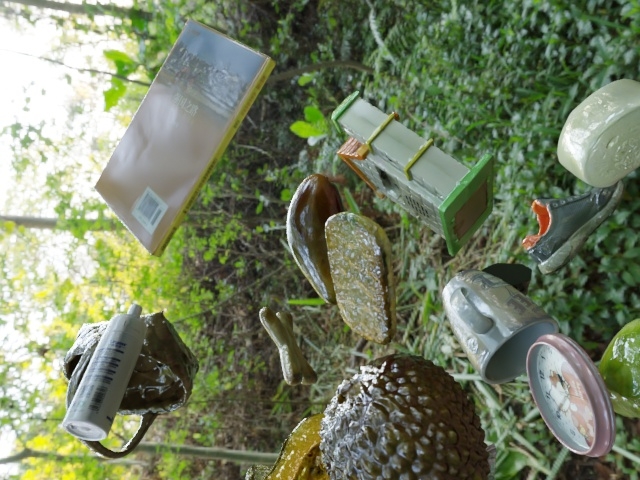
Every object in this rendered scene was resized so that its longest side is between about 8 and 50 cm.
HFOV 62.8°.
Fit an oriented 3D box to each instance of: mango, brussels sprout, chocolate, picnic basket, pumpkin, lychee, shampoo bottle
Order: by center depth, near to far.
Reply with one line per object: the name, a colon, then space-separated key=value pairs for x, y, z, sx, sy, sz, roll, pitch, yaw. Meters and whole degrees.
lychee: x=0.134 y=0.316 z=0.820 sx=0.267 sy=0.267 sz=0.268 roll=-174 pitch=90 yaw=-79
pumpkin: x=-0.029 y=0.514 z=1.011 sx=0.325 sy=0.242 sz=0.232 roll=-49 pitch=-30 yaw=-31
brussels sprout: x=0.655 y=0.259 z=1.061 sx=0.161 sy=0.223 sz=0.223 roll=1 pitch=83 yaw=41
mango: x=0.000 y=0.000 z=1.064 sx=0.111 sy=0.133 sz=0.268 roll=-6 pitch=98 yaw=50
shampoo bottle: x=-0.445 y=0.265 z=1.126 sx=0.303 sy=0.092 sz=0.092 roll=-83 pitch=8 yaw=-45
picnic basket: x=-0.498 y=0.374 z=1.301 sx=0.337 sy=0.337 sz=0.293 roll=-101 pitch=-11 yaw=-57
chocolate: x=0.545 y=0.156 z=1.549 sx=0.156 sy=0.156 sz=0.133 roll=-111 pitch=14 yaw=-67

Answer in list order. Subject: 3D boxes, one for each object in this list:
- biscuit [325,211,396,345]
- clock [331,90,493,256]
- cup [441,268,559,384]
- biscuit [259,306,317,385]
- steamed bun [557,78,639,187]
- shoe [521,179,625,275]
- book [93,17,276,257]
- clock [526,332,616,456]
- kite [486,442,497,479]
biscuit: x=0.066 y=0.063 z=0.827 sx=0.118 sy=0.029 sz=0.247 roll=20 pitch=132 yaw=38
clock: x=0.147 y=-0.118 z=0.856 sx=0.106 sy=0.255 sz=0.220 roll=-48 pitch=-24 yaw=-2
cup: x=0.411 y=0.194 z=1.338 sx=0.227 sy=0.301 sz=0.257 roll=-51 pitch=44 yaw=13
biscuit: x=-0.084 y=0.273 z=1.343 sx=0.208 sy=0.047 sz=0.164 roll=64 pitch=-170 yaw=21
steamed bun: x=0.676 y=-0.261 z=1.231 sx=0.250 sy=0.154 sz=0.200 roll=-47 pitch=26 yaw=23
shoe: x=0.672 y=-0.074 z=1.444 sx=0.336 sy=0.171 sz=0.132 roll=-47 pitch=-10 yaw=-6
book: x=-0.253 y=-0.190 z=0.916 sx=0.262 sy=0.028 sz=0.374 roll=38 pitch=99 yaw=38
clock: x=0.495 y=0.304 z=1.042 sx=0.244 sy=0.056 sz=0.245 roll=166 pitch=90 yaw=-82
kite: x=0.311 y=0.437 z=0.948 sx=0.011 sy=0.156 sz=0.139 roll=82 pitch=-158 yaw=-55
